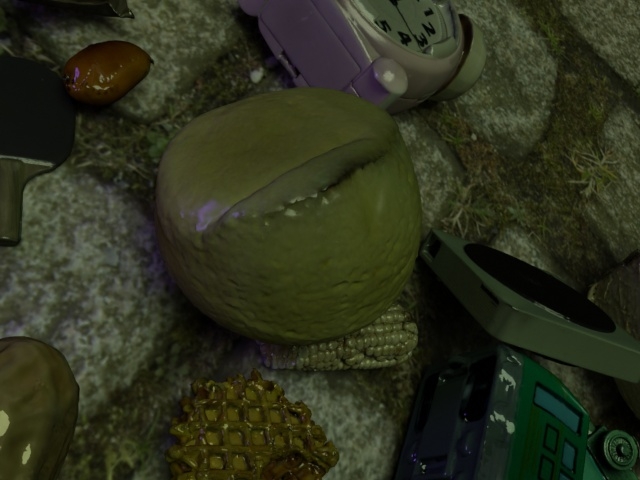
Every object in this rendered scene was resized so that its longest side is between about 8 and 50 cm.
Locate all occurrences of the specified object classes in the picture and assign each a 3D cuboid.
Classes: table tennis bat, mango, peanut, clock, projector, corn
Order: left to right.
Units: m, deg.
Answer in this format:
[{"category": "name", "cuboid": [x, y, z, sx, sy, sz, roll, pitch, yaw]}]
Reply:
[{"category": "peanut", "cuboid": [-0.301, 0.236, 0.613, 0.152, 0.152, 0.313, 20, 58, -21]}, {"category": "table tennis bat", "cuboid": [-0.358, -0.111, 0.810, 0.138, 0.022, 0.246, 5, 66, -28]}, {"category": "mango", "cuboid": [-0.268, -0.211, 0.878, 0.077, 0.063, 0.127, 46, 49, 1]}, {"category": "corn", "cuboid": [0.029, 0.125, 0.887, 0.211, 0.087, 0.087, 1, 69, -31]}, {"category": "clock", "cuboid": [0.082, -0.341, 1.067, 0.326, 0.184, 0.342, -35, 93, -40]}, {"category": "projector", "cuboid": [0.290, 0.092, 0.978, 0.259, 0.079, 0.257, 19, 18, -21]}]

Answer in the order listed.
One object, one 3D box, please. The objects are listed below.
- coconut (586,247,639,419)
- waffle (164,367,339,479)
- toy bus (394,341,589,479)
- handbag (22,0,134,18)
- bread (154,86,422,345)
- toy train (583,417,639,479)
[{"category": "coconut", "cuboid": [0.610, 0.146, 1.050, 0.346, 0.346, 0.360, -24, 74, -35]}, {"category": "waffle", "cuboid": [-0.073, 0.238, 0.763, 0.197, 0.070, 0.193, 29, 40, -8]}, {"category": "toy bus", "cuboid": [0.199, 0.317, 0.841, 0.199, 0.183, 0.343, 32, 58, -15]}, {"category": "handbag", "cuboid": [-0.357, -0.400, 0.878, 0.183, 0.117, 0.270, -10, 74, -46]}, {"category": "bread", "cuboid": [-0.032, -0.031, 0.820, 0.321, 0.237, 0.320, 1, 35, -1]}, {"category": "toy train", "cuboid": [0.408, 0.383, 0.988, 0.159, 0.101, 0.248, -30, 84, -22]}]
